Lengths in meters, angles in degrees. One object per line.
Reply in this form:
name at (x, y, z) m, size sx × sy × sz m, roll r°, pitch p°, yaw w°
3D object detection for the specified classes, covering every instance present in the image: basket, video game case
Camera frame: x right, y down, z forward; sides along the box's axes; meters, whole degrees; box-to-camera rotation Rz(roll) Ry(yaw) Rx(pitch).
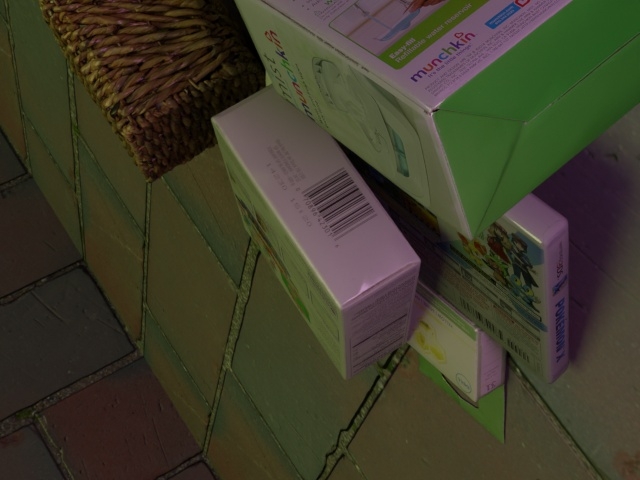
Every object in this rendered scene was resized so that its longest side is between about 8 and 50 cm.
basket at (-0.211, -0.243, 1.363) m, size 0.223 × 0.213 × 0.299 m, roll 57°, pitch 172°, yaw 6°
video game case at (0.111, -0.027, 1.016) m, size 0.329 × 0.036 × 0.300 m, roll 42°, pitch 167°, yaw 30°

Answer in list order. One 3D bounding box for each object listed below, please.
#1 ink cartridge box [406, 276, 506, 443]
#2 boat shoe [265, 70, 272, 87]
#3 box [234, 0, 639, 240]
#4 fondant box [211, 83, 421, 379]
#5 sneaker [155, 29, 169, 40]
ink cartridge box at (0.150, 0.134, 1.244) m, size 0.171 × 0.056 × 0.235 m, roll 41°, pitch 147°, yaw 41°
boat shoe at (-0.010, -0.225, 1.117) m, size 0.102 × 0.108 × 0.301 m, roll 48°, pitch 156°, yaw 29°
box at (0.110, -0.170, 0.701) m, size 0.231 × 0.262 × 0.127 m, roll 40°, pitch 163°, yaw 41°
fondant box at (-0.001, 0.002, 1.130) m, size 0.238 × 0.096 × 0.330 m, roll 56°, pitch 170°, yaw 17°
sneaker at (-0.239, -0.329, 1.500) m, size 0.081 × 0.094 × 0.208 m, roll 41°, pitch 150°, yaw 38°
